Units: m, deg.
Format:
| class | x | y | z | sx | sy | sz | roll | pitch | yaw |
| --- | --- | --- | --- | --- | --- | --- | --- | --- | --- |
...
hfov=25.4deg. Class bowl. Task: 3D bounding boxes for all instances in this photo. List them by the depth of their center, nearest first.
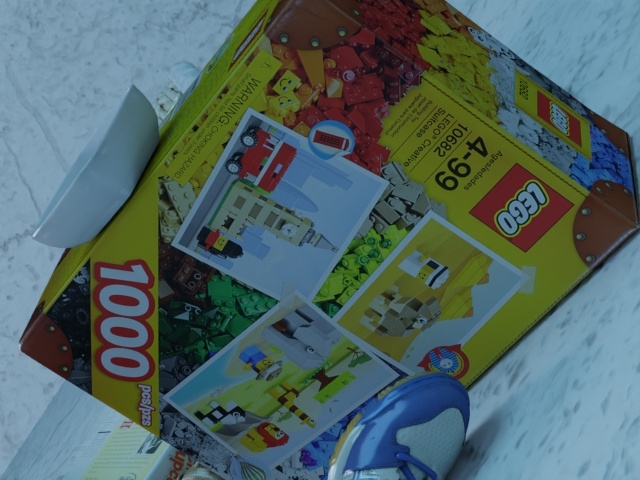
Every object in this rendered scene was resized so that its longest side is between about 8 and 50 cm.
| class | x | y | z | sx | sy | sz | roll | pitch | yaw |
| --- | --- | --- | --- | --- | --- | --- | --- | --- | --- |
| bowl | -0.206 | -0.061 | 1.336 | 0.142 | 0.053 | 0.142 | -43 | 18 | 41 |

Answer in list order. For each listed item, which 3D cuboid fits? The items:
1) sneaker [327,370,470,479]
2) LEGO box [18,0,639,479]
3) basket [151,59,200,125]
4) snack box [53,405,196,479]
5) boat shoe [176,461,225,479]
| class | x | y | z | sx | sy | sz | roll | pitch | yaw |
| --- | --- | --- | --- | --- | --- | --- | --- | --- | --- |
| sneaker | 0.051 | 0.256 | 1.233 | 0.296 | 0.112 | 0.131 | -56 | 30 | 4 |
| LEGO box | 0.000 | 0.000 | 1.393 | 0.500 | 0.372 | 0.193 | -48 | 15 | 30 |
| basket | -0.096 | -0.010 | 1.771 | 0.266 | 0.331 | 0.328 | -53 | 23 | 4 |
| snack box | -0.237 | 0.277 | 1.851 | 0.187 | 0.060 | 0.322 | -56 | 20 | -25 |
| boat shoe | -0.102 | 0.285 | 1.630 | 0.121 | 0.110 | 0.341 | -48 | 14 | 28 |
